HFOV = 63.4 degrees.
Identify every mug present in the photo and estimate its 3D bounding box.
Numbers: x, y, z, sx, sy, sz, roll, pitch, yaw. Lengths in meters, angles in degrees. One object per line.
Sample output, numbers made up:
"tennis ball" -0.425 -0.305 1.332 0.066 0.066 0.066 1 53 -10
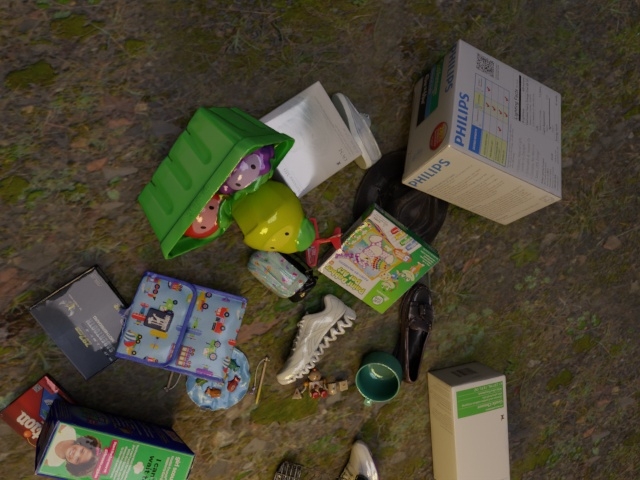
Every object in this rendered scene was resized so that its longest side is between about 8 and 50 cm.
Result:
"mug" 0.166 0.400 1.531 0.158 0.097 0.129 -34 96 25

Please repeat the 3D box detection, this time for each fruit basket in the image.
"fruit basket" -0.188 -0.088 1.238 0.392 0.283 0.392 5 105 20

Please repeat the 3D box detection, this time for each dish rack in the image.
"dish rack" -0.010 0.747 1.465 0.271 0.074 0.208 9 72 16

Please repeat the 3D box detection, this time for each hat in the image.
"hat" 0.262 -0.104 1.498 0.331 0.134 0.331 -2 96 -16

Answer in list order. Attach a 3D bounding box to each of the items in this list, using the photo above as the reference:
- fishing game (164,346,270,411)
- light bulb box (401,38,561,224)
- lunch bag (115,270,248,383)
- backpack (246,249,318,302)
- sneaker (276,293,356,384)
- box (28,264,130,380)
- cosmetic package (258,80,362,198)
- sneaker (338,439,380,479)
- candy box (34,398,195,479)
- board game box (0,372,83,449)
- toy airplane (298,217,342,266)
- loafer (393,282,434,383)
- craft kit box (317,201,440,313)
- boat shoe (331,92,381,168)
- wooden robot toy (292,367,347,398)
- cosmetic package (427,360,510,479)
"fishing game" -0.282 0.381 1.427 0.264 0.041 0.189 18 87 -18
"light bulb box" 0.446 -0.285 1.427 0.361 0.225 0.358 20 64 -18
"lunch bag" -0.363 0.216 1.324 0.293 0.138 0.221 18 76 -14
"backpack" -0.108 0.085 1.399 0.182 0.152 0.115 40 74 -5
"sneaker" -0.032 0.277 1.467 0.118 0.110 0.292 46 73 -8
"box" -0.577 0.205 1.308 0.183 0.059 0.233 -34 104 -11
"cosmetic package" -0.051 -0.261 1.384 0.224 0.138 0.224 -36 104 -9
"sneaker" 0.091 0.748 1.537 0.152 0.114 0.305 2 95 -18
"candy box" -0.490 0.493 1.230 0.317 0.268 0.122 24 74 -24
"board game box" -0.659 0.489 1.328 0.145 0.027 0.281 -41 105 -9
"toy airplane" 0.000 0.000 1.441 0.151 0.151 0.028 -59 143 -4
"loafer" 0.292 0.283 1.564 0.109 0.095 0.302 11 92 -18
"craft kit box" 0.162 0.056 1.468 0.250 0.061 0.246 35 117 -17
"boat shoe" 0.105 -0.317 1.464 0.081 0.079 0.227 -34 109 -21
"wooden robot toy" -0.003 0.410 1.502 0.173 0.076 0.079 -4 86 -17
"cosmetic package" 0.461 0.587 1.617 0.197 0.155 0.365 -9 97 -17
